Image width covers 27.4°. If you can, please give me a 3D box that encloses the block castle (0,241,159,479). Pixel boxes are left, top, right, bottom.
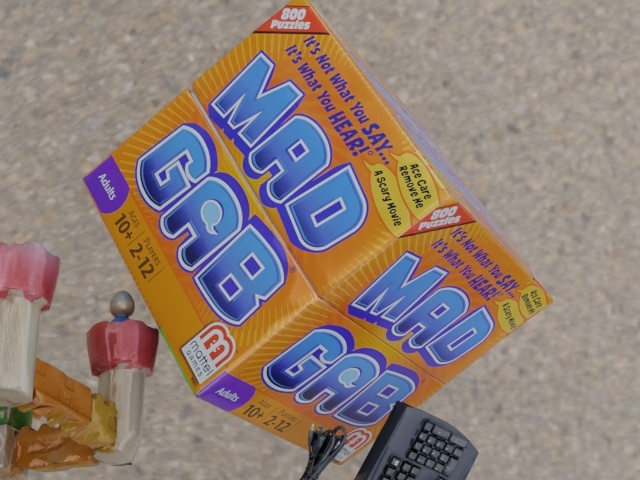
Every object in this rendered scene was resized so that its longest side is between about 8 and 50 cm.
[{"bbox_3d":[-0.440,0.137,1.472,0.303,0.453,0.212,47,37,-55],"label":"block castle"}]

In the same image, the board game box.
[{"bbox_3d":[0.000,0.000,1.624,0.356,0.356,0.356,-39,146,9],"label":"board game box"}]

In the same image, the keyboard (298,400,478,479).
[{"bbox_3d":[0.039,0.335,1.544,0.201,0.033,0.317,27,91,-13],"label":"keyboard"}]
